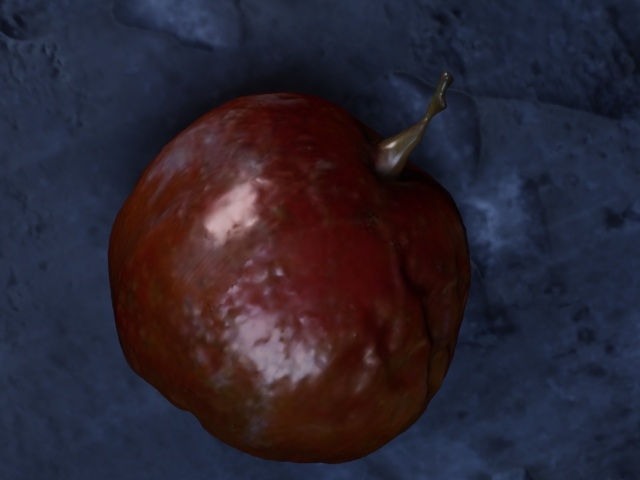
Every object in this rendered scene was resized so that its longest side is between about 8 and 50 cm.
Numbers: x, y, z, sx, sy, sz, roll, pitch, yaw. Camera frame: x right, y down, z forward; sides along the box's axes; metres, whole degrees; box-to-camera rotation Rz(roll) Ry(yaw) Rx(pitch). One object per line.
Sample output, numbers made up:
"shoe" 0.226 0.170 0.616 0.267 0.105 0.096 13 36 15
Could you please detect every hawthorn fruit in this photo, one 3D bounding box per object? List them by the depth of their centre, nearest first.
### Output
"hawthorn fruit" 0.000 0.000 1.243 0.242 0.242 0.272 31 102 -16
